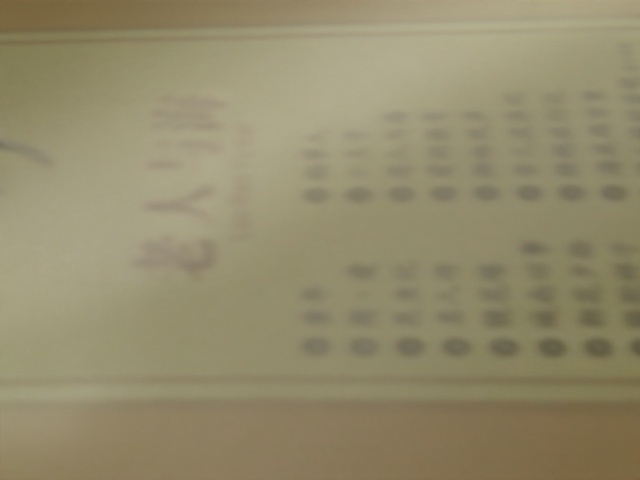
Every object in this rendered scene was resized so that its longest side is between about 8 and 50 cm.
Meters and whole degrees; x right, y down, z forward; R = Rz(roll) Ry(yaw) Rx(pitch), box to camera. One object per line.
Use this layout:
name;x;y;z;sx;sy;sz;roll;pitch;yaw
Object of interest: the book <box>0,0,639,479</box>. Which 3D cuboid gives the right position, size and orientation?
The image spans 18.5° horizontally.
book;0.000;0.000;0.372;0.269;0.388;0.032;-88;-4;-54
